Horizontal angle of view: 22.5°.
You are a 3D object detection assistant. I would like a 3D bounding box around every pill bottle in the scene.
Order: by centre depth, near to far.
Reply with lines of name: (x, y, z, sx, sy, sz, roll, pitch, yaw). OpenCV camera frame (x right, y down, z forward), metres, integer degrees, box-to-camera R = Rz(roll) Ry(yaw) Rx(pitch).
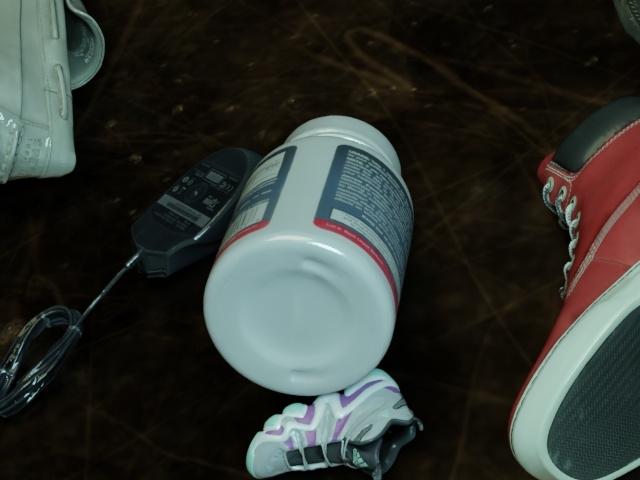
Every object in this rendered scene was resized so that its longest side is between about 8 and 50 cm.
pill bottle: (0.000, 0.000, 0.953, 0.108, 0.108, 0.180, -9, 28, 15)

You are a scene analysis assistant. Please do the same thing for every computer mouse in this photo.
computer mouse: (-0.120, 0.030, 1.049, 0.242, 0.041, 0.071, -44, 37, -11)

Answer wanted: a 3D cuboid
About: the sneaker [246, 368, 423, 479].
sneaker: (0.011, 0.117, 0.897, 0.098, 0.038, 0.069, -32, 42, -8)

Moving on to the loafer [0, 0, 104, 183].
loafer: (-0.222, -0.155, 1.238, 0.111, 0.112, 0.319, 13, 42, -13)

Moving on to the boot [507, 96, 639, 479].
boot: (0.156, 0.021, 0.912, 0.244, 0.088, 0.176, -51, 31, -14)

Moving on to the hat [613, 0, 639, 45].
hat: (0.337, -0.196, 0.945, 0.331, 0.134, 0.331, 0, 50, 0)
